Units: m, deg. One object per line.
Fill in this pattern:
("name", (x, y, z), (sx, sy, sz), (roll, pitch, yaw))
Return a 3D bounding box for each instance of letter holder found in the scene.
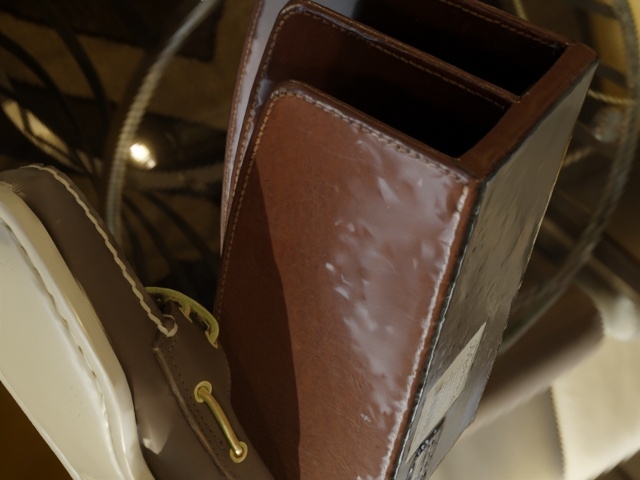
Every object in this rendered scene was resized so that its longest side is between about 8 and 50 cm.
("letter holder", (0.000, 0.000, 0.804), (0.152, 0.214, 0.301), (-44, 155, -44))

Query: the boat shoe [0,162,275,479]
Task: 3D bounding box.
("boat shoe", (-0.099, 0.086, 0.754), (0.097, 0.117, 0.324), (-42, 125, -31))
